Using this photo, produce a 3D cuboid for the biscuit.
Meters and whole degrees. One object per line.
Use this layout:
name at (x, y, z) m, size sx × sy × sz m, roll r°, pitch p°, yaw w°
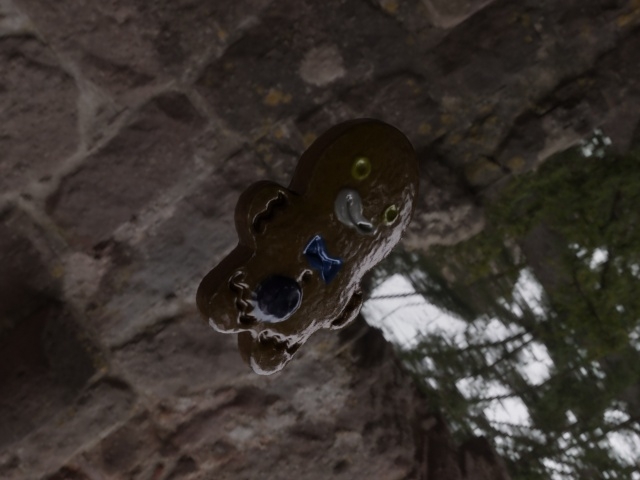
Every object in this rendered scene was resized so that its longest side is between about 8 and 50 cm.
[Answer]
biscuit at (0.000, 0.000, 0.740) m, size 0.039 × 0.180 × 0.236 m, roll 26°, pitch -108°, yaw 45°
